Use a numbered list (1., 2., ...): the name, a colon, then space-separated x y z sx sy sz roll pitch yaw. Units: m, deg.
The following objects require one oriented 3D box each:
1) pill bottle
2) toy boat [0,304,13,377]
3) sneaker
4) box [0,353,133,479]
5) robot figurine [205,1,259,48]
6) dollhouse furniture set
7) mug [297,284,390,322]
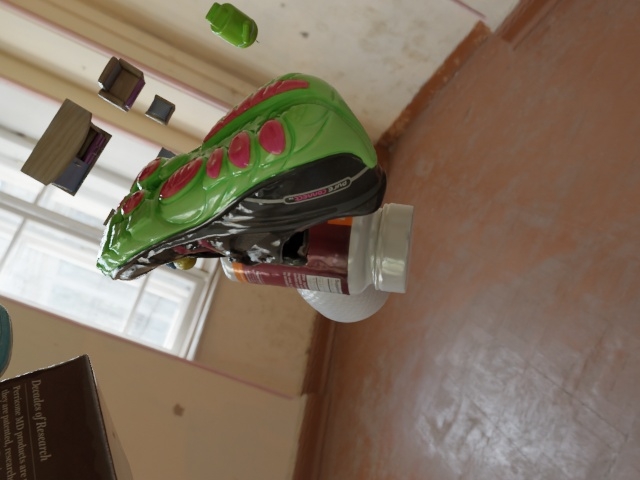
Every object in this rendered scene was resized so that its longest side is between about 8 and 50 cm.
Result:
1. pill bottle: 0.000 0.000 1.363 0.224 0.392 0.224 6 -90 -80
2. toy boat: -0.876 0.228 1.444 0.148 0.318 0.267 -45 45 35
3. sneaker: -0.120 -0.022 0.785 0.483 0.202 0.185 -18 42 45
4. box: -0.244 0.226 0.469 0.167 0.203 0.168 -127 27 -45
5. robot figurine: -0.174 -0.431 1.262 0.067 0.115 0.101 -55 49 13
6. dollhouse furniture set: -0.296 -0.129 1.095 0.286 0.303 0.198 -60 9 -5
7. mug: 0.034 0.020 1.792 0.328 0.276 0.374 50 -155 -64
